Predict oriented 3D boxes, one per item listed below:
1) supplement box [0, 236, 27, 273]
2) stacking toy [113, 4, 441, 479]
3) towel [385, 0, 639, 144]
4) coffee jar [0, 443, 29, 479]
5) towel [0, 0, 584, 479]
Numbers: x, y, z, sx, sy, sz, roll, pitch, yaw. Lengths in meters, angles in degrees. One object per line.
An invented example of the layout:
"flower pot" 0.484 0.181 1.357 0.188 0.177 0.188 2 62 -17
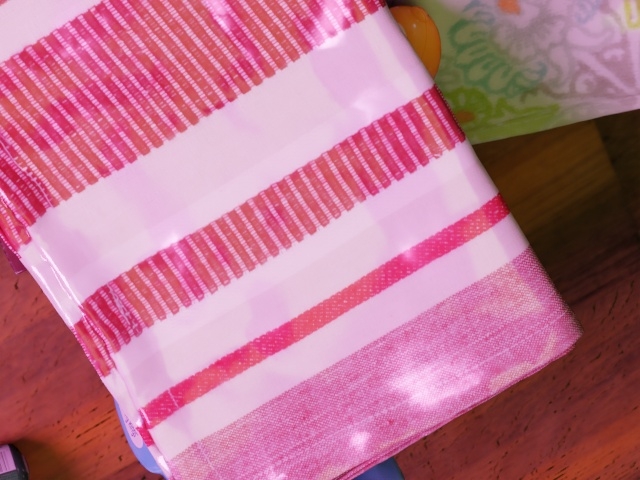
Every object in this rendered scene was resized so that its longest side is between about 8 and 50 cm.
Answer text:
"supplement box" -0.158 -0.114 0.978 0.130 0.073 0.239 -23 123 -6
"stacking toy" 0.000 0.000 1.019 0.165 0.175 0.302 8 121 -26
"towel" 0.189 -0.221 0.984 0.320 0.090 0.374 -12 138 -14
"coffee jar" -0.266 0.196 1.101 0.184 0.079 0.096 -14 121 -13
"towel" -0.040 -0.021 0.932 0.237 0.037 0.329 -32 102 4
